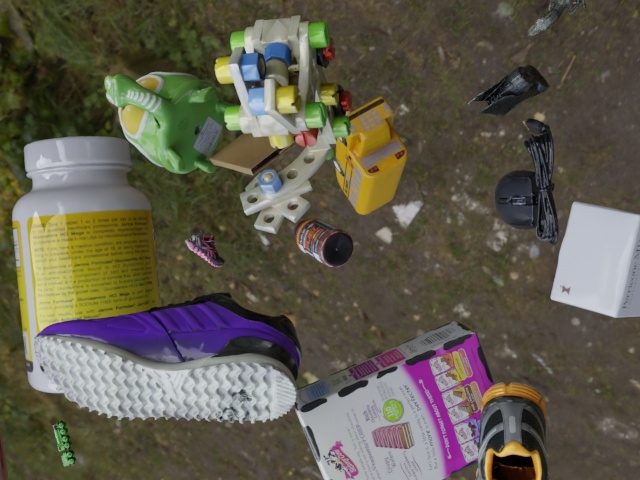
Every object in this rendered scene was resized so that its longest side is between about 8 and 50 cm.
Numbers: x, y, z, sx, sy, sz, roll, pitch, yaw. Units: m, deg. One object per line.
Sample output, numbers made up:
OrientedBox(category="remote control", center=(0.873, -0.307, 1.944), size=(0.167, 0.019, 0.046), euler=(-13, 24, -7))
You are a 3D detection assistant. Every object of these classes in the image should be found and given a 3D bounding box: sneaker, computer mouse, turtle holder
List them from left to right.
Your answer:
OrientedBox(category="turtle holder", center=(-0.380, -0.289, 1.653), size=(0.227, 0.320, 0.243), euler=(25, 119, 19))
OrientedBox(category="sneaker", center=(-0.161, 0.118, 0.771), size=(0.293, 0.146, 0.102), euler=(6, 124, 5))
OrientedBox(category="sneaker", center=(-0.262, 0.018, 1.615), size=(0.119, 0.057, 0.047), euler=(42, 178, -41))
OrientedBox(category="sneaker", center=(0.316, -0.245, 1.136), size=(0.089, 0.170, 0.051), euler=(-41, 76, 32))
OrientedBox(category="sneaker", center=(0.192, 0.249, 0.682), size=(0.084, 0.083, 0.215), euler=(-6, 113, 17))
OrientedBox(category="computer mouse", center=(0.316, -0.101, 1.090), size=(0.060, 0.262, 0.184), euler=(-5, 100, 5))

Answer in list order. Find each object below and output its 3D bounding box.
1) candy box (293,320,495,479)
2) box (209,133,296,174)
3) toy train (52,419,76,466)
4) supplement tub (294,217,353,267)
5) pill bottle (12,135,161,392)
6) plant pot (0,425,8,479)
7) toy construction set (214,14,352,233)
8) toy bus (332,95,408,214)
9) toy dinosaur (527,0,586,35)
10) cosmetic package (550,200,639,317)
OrientedBox(category="candy box", center=(0.100, 0.219, 0.839), size=(0.071, 0.233, 0.159), euler=(-152, 41, -78))
OrientedBox(category="box", center=(-0.149, -0.217, 1.590), size=(0.201, 0.164, 0.021), euler=(21, 145, 51))
OrientedBox(category="toy train", center=(-0.463, 0.367, 1.234), size=(0.017, 0.024, 0.083), euler=(75, 177, -86))
OrientedBox(category="supplement tub", center=(0.000, 0.000, 1.872), size=(0.198, 0.106, 0.106), euler=(27, 148, 58))
OrientedBox(category="pill bottle", center=(-0.326, 0.030, 0.962), size=(0.188, 0.188, 0.334), euler=(-4, 91, 42))
OrientedBox(category="plant pot", center=(-0.570, 0.269, 0.954), size=(0.272, 0.272, 0.265), euler=(17, 123, 26))
OrientedBox(category="toy construction set", center=(-0.037, -0.152, 0.885), size=(0.151, 0.215, 0.327), euler=(5, 150, 3))
OrientedBox(category="toy bus", center=(0.102, -0.168, 1.429), size=(0.130, 0.108, 0.332), euler=(59, 173, 12))
OrientedBox(category="toy dinosaur", center=(0.477, -0.493, 1.265), size=(0.064, 0.118, 0.268), euler=(30, 106, 20))
OrientedBox(category="cosmetic package", center=(0.746, 0.049, 1.615), size=(0.161, 0.453, 0.230), euler=(18, 101, 46))
